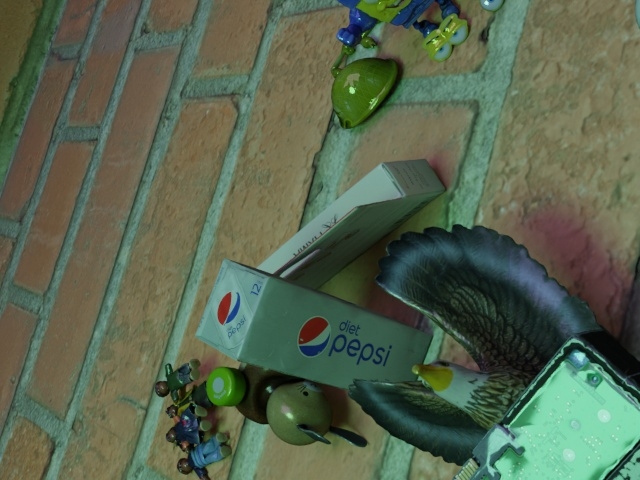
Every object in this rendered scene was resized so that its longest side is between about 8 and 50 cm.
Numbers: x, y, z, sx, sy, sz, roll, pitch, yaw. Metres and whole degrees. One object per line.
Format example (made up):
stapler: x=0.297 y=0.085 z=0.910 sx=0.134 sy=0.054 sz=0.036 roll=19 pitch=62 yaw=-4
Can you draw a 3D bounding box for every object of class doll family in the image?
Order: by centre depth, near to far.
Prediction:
doll family: x=-0.206 y=0.285 z=1.289 sx=0.111 sy=0.076 sz=0.193 roll=-33 pitch=54 yaw=29

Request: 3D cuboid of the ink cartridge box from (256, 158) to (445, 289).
ink cartridge box: x=0.000 y=0.000 z=1.059 sx=0.275 sy=0.238 sz=0.060 roll=-39 pitch=75 yaw=30

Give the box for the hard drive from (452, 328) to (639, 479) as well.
hard drive: x=0.230 y=0.255 z=0.531 sx=0.339 sy=0.064 sz=0.237 roll=44 pitch=113 yaw=29

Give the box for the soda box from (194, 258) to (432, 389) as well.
soda box: x=0.001 y=0.112 z=0.963 sx=0.091 sy=0.286 sz=0.098 roll=18 pitch=87 yaw=49

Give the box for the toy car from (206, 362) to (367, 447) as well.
toy car: x=-0.024 y=0.204 z=1.069 sx=0.188 sy=0.155 sz=0.149 roll=36 pitch=102 yaw=40

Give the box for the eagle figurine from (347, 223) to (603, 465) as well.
eagle figurine: x=0.159 y=0.134 z=0.753 sx=0.226 sy=0.225 sz=0.298 roll=-35 pitch=25 yaw=-5

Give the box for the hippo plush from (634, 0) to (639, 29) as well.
hippo plush: x=0.396 y=-0.257 z=0.726 sx=0.294 sy=0.234 sz=0.236 roll=-56 pitch=42 yaw=15

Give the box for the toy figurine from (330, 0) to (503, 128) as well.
toy figurine: x=0.072 y=-0.351 z=1.148 sx=0.362 sy=0.217 sz=0.191 roll=-42 pitch=46 yaw=28

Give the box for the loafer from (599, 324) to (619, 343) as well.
loafer: x=0.233 y=0.092 z=0.868 sx=0.267 sy=0.096 sz=0.084 roll=17 pitch=81 yaw=52
